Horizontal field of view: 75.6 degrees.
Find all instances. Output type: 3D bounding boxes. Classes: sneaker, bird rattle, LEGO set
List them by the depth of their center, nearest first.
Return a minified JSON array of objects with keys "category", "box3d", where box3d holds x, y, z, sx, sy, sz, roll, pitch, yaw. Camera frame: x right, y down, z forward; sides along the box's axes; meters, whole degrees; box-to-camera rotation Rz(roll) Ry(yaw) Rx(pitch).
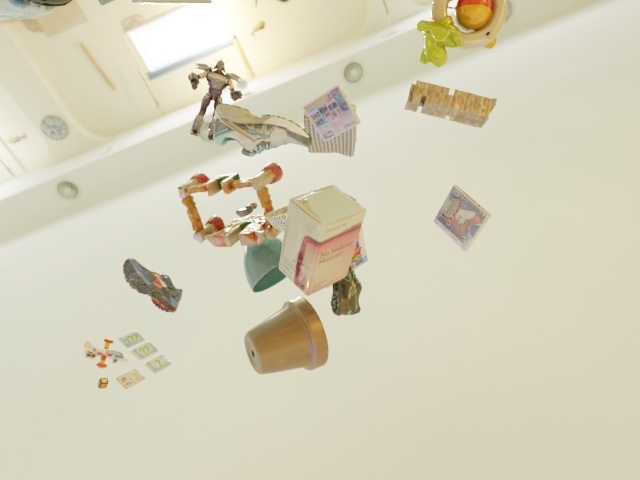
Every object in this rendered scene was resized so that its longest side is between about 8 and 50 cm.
[{"category":"bird rattle","box3d":[0.310,-0.524,0.928,0.207,0.253,0.143,8,178,-1]},{"category":"sneaker","box3d":[-0.164,-0.287,1.159,0.284,0.122,0.110,14,-178,5]},{"category":"LEGO set","box3d":[-0.601,0.360,1.274,0.183,0.060,0.244,36,-161,15]},{"category":"sneaker","box3d":[-0.524,0.132,1.296,0.083,0.221,0.087,-18,-147,32]},{"category":"sneaker","box3d":[0.094,0.154,1.551,0.106,0.101,0.267,7,-111,-20]}]

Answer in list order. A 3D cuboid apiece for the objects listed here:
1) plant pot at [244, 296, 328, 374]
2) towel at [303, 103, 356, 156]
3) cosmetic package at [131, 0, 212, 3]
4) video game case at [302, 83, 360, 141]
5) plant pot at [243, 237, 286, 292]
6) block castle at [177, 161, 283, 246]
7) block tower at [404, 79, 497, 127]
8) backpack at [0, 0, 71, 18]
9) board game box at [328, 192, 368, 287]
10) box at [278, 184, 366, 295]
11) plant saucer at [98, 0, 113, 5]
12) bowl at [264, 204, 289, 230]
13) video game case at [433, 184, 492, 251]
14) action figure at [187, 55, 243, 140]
[{"category":"plant pot","box3d":[-0.132,0.352,1.434,0.230,0.262,0.263,-15,-153,-28]},{"category":"towel","box3d":[0.048,-0.490,1.862,0.235,0.283,0.121,0,-112,4]},{"category":"cosmetic package","box3d":[-0.482,-0.832,1.328,0.238,0.127,0.107,-19,-147,-34]},{"category":"video game case","box3d":[0.036,-0.422,1.379,0.157,0.143,0.019,-18,-155,38]},{"category":"plant pot","box3d":[-0.257,0.088,1.986,0.290,0.290,0.195,-33,-105,-15]},{"category":"block castle","box3d":[-0.351,-0.154,1.767,0.454,0.302,0.213,-3,-154,24]},{"category":"block tower","box3d":[0.514,-0.541,1.643,0.336,0.091,0.097,14,-100,5]},{"category":"backpack","box3d":[-0.847,-0.673,1.022,0.356,0.273,0.290,19,-159,-1]},{"category":"board game box","box3d":[0.065,0.007,1.722,0.234,0.346,0.078,-33,-136,-18]},{"category":"box","box3d":[0.000,0.000,1.044,0.149,0.232,0.127,-23,-129,-36]},{"category":"plant saucer","box3d":[-0.460,-0.640,0.996,0.192,0.067,0.018,-32,-145,-12]},{"category":"bowl","box3d":[-0.101,-0.074,1.425,0.170,0.080,0.170,-17,-166,4]},{"category":"video game case","box3d":[0.534,-0.083,1.575,0.023,0.201,0.183,-22,-122,-30]},{"category":"action figure","box3d":[-0.367,-0.489,1.420,0.186,0.284,0.099,14,-172,-10]}]
